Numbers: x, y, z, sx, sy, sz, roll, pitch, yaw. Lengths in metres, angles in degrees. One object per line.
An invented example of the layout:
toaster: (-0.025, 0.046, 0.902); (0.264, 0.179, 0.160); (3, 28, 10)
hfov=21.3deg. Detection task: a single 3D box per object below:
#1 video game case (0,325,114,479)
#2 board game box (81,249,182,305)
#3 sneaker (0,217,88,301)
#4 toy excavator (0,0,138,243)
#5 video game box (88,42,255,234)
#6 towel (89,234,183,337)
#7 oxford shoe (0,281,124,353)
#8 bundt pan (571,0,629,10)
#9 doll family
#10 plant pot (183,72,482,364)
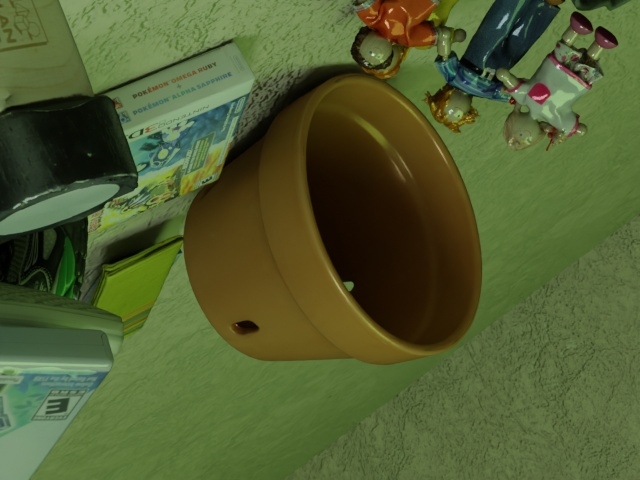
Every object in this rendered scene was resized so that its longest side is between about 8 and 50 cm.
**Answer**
video game case: (-0.353, 0.154, 1.213); (0.329, 0.036, 0.300); (4, 141, -35)
board game box: (-0.209, 0.040, 1.884); (0.090, 0.020, 0.090); (-19, 161, -38)
sneaker: (-0.314, 0.063, 1.499); (0.146, 0.134, 0.343); (24, 132, -27)
toy excavator: (-0.291, -0.064, 1.122); (0.433, 0.222, 0.445); (-18, 174, -43)
video game box: (-0.163, -0.082, 1.534); (0.187, 0.048, 0.205); (-22, 163, -21)
towel: (-0.216, 0.064, 1.872); (0.102, 0.021, 0.237); (-29, 166, -28)
oxford shoe: (-0.364, 0.086, 1.260); (0.449, 0.130, 0.169); (1, -178, -30)
bundt pan: (0.321, -0.346, 1.475); (0.331, 0.124, 0.331); (-29, 164, -9)
doll family: (0.132, -0.182, 1.553); (0.263, 0.118, 0.163); (27, 115, -21)
plant pot: (0.000, 0.000, 1.728); (0.203, 0.291, 0.291); (-21, 174, 36)
